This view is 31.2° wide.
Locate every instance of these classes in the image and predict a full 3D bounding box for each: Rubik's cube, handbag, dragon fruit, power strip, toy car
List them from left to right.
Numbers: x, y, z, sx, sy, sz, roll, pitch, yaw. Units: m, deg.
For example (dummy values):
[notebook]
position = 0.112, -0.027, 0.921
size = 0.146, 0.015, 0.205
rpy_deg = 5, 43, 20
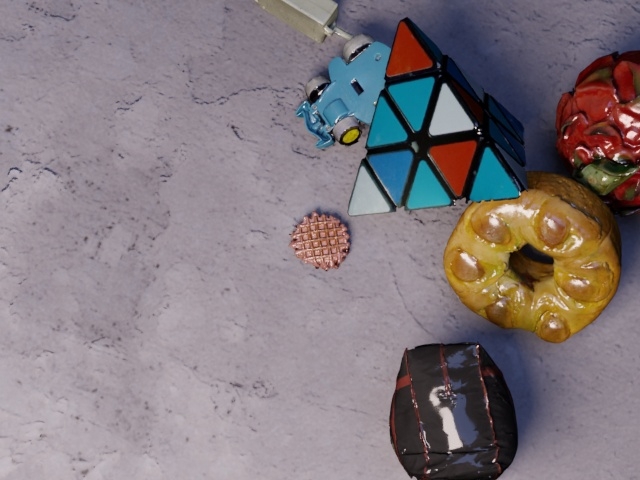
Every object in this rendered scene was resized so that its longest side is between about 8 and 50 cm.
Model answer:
[power strip]
position = -0.012, -0.316, 1.592
size = 0.175, 0.075, 0.042
rpy_deg = 32, 78, 2
[toy car]
position = 0.058, -0.188, 1.571
size = 0.161, 0.098, 0.126
rpy_deg = -42, 58, 15
[Rubik's cube]
position = 0.104, -0.124, 1.487
size = 0.234, 0.284, 0.250
rpy_deg = -37, 107, 21
[handbag]
position = 0.161, 0.216, 1.415
size = 0.155, 0.215, 0.169
rpy_deg = -5, 74, 4
[dragon fruit]
position = 0.443, -0.154, 1.523
size = 0.293, 0.234, 0.233
rpy_deg = -30, 80, -24

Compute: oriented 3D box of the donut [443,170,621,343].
[donut]
position = 0.276, 0.019, 1.472
size = 0.227, 0.226, 0.114
rpy_deg = 30, 38, 3

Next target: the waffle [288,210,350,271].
[waffle]
position = 0.000, 0.000, 1.546
size = 0.083, 0.029, 0.075
rpy_deg = 28, 77, 5
